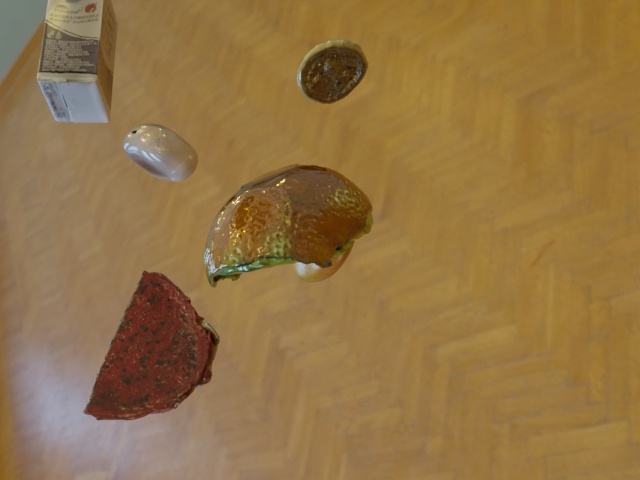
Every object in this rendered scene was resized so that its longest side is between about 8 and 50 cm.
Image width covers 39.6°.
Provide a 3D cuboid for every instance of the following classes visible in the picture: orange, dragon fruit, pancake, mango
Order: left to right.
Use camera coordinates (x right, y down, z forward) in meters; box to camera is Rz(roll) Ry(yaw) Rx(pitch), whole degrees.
[{"bbox_3d":[-0.303,0.244,1.760,0.205,0.152,0.316,15,65,13],"label":"dragon fruit"},{"bbox_3d":[-0.069,-0.026,1.590,0.335,0.196,0.263,-35,3,-38],"label":"orange"},{"bbox_3d":[0.000,0.000,1.868,0.145,0.112,0.219,42,128,30],"label":"mango"},{"bbox_3d":[0.026,-0.348,1.844,0.158,0.158,0.028,-43,44,23],"label":"pancake"}]

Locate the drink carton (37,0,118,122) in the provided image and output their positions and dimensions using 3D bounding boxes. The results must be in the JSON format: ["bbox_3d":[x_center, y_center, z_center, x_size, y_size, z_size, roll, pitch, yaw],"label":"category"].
[{"bbox_3d":[-0.412,-0.331,1.533,0.134,0.102,0.222,91,179,-67],"label":"drink carton"}]

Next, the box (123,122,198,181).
[{"bbox_3d":[-0.344,-0.189,1.910,0.088,0.146,0.200,-55,31,-12],"label":"box"}]
